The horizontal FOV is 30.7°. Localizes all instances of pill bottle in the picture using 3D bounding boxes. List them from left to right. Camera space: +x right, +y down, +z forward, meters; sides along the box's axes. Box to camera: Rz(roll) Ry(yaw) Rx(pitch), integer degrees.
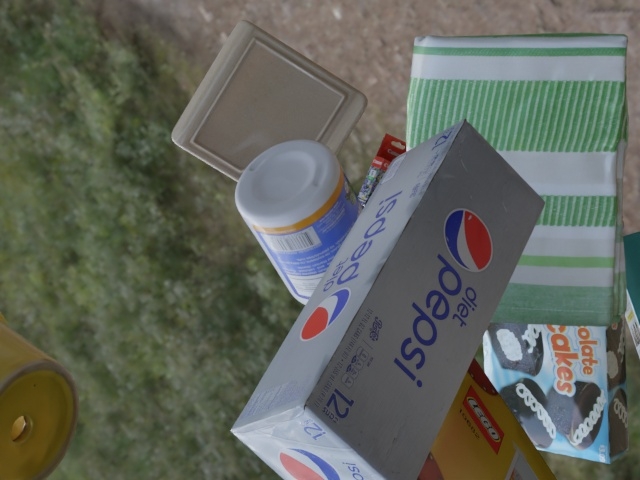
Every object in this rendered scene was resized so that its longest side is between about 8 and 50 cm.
[{"bbox_3d":[0.000,0.000,1.643,0.152,0.152,0.272,35,162,43],"label":"pill bottle"}]

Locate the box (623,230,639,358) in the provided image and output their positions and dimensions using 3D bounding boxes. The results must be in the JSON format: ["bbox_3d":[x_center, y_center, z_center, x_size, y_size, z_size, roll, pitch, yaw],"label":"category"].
[{"bbox_3d":[0.465,0.114,1.620,0.100,0.060,0.244,56,-162,-75],"label":"box"}]

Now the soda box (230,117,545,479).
[{"bbox_3d":[0.056,0.048,0.824,0.098,0.286,0.091,44,141,-16],"label":"soda box"}]

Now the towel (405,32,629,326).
[{"bbox_3d":[0.216,-0.065,1.288,0.248,0.038,0.325,3,107,17],"label":"towel"}]

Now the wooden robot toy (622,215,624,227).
[{"bbox_3d":[0.490,-0.022,2.034,0.173,0.079,0.076,27,-164,-36],"label":"wooden robot toy"}]

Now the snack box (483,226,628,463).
[{"bbox_3d":[0.304,0.117,1.528,0.187,0.060,0.322,4,103,41],"label":"snack box"}]

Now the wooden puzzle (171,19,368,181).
[{"bbox_3d":[-0.079,-0.190,1.811,0.239,0.221,0.044,32,-173,-1],"label":"wooden puzzle"}]

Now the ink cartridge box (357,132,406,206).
[{"bbox_3d":[0.105,-0.098,1.770,0.063,0.115,0.029,21,-177,-32],"label":"ink cartridge box"}]

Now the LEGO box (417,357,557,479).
[{"bbox_3d":[0.189,0.408,1.211,0.500,0.193,0.372,56,-161,0],"label":"LEGO box"}]

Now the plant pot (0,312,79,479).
[{"bbox_3d":[-0.432,0.191,1.396,0.239,0.254,0.254,15,144,31],"label":"plant pot"}]
